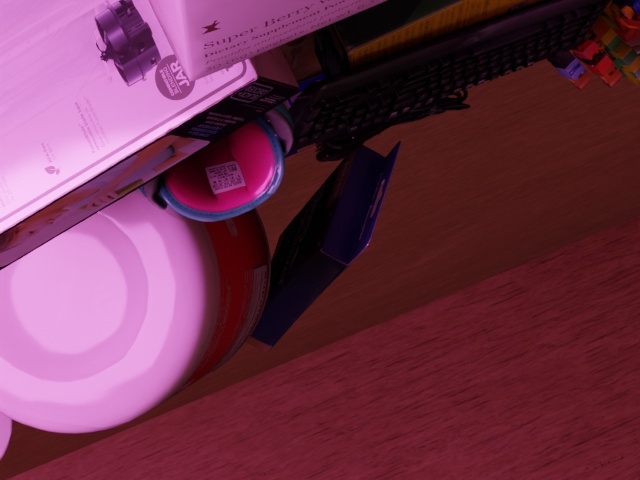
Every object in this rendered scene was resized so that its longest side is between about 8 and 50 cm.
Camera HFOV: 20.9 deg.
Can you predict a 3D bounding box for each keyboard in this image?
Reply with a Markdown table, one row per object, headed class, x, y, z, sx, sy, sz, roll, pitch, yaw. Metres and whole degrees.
| class | x | y | z | sx | sy | sz | roll | pitch | yaw |
| --- | --- | --- | --- | --- | --- | --- | --- | --- | --- |
| keyboard | 0.101 | -0.137 | 1.540 | 0.317 | 0.033 | 0.201 | -21 | 169 | -21 |

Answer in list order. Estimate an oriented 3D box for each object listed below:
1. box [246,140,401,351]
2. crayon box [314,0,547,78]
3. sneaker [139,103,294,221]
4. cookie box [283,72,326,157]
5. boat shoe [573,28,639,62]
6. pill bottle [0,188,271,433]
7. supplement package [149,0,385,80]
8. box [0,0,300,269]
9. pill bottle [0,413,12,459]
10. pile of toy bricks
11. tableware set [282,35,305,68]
| class | x | y | z | sx | sy | sz | roll | pitch | yaw |
| --- | --- | --- | --- | --- | --- | --- | --- | --- | --- |
| box | 0.000 | 0.000 | 1.641 | 0.225 | 0.036 | 0.136 | -47 | -161 | 50 |
| crayon box | 0.150 | -0.229 | 1.510 | 0.319 | 0.081 | 0.202 | -24 | 169 | -5 |
| sneaker | -0.093 | -0.093 | 1.321 | 0.124 | 0.178 | 0.295 | -25 | 165 | -1 |
| cookie box | -0.014 | -0.125 | 1.725 | 0.092 | 0.040 | 0.107 | -24 | 168 | -10 |
| boat shoe | 0.370 | -0.256 | 1.841 | 0.254 | 0.095 | 0.079 | -36 | 165 | -11 |
| pill bottle | -0.170 | 0.029 | 1.534 | 0.229 | 0.229 | 0.408 | -27 | 179 | 9 |
| supplement package | -0.029 | -0.231 | 0.878 | 0.178 | 0.175 | 0.293 | -24 | 168 | -6 |
| box | -0.181 | -0.103 | 1.153 | 0.290 | 0.169 | 0.087 | -30 | 170 | 15 |
| pill bottle | -0.357 | 0.125 | 1.541 | 0.152 | 0.152 | 0.272 | -22 | -159 | -17 |
| pile of toy bricks | 0.289 | -0.186 | 1.692 | 0.118 | 0.105 | 0.212 | -46 | -164 | 0 |
| tableware set | -0.085 | -0.154 | 1.497 | 0.154 | 0.024 | 0.104 | -22 | 165 | -12 |
